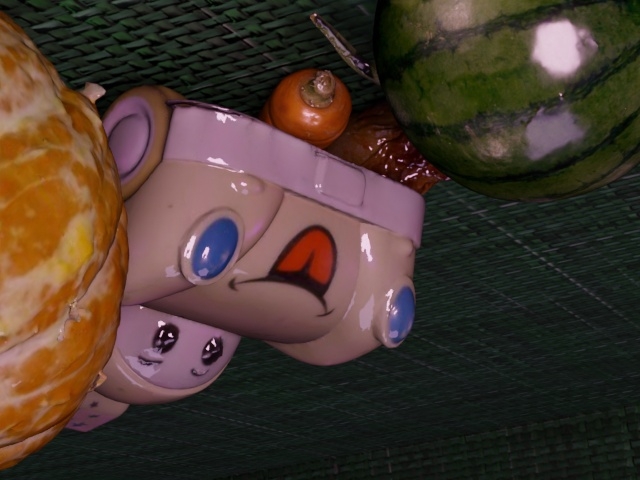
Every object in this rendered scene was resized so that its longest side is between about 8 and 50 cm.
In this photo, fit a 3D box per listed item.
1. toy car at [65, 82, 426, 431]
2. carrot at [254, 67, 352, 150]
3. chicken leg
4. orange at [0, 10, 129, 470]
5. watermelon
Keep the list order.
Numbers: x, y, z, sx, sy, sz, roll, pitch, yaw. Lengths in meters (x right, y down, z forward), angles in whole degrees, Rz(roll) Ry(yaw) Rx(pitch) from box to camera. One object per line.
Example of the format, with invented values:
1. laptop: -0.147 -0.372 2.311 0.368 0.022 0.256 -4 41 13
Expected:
1. toy car: -0.119 0.030 1.122 0.336 0.226 0.242 1 165 45
2. carrot: -0.041 -0.074 1.213 0.061 0.061 0.257 1 164 -24
3. chicken leg: 0.083 -0.076 1.231 0.322 0.083 0.177 -14 180 15
4. orange: -0.257 -0.009 0.901 0.249 0.329 0.329 -45 -175 -31
5. watermelon: 0.115 -0.112 0.905 0.215 0.188 0.188 -18 160 33
